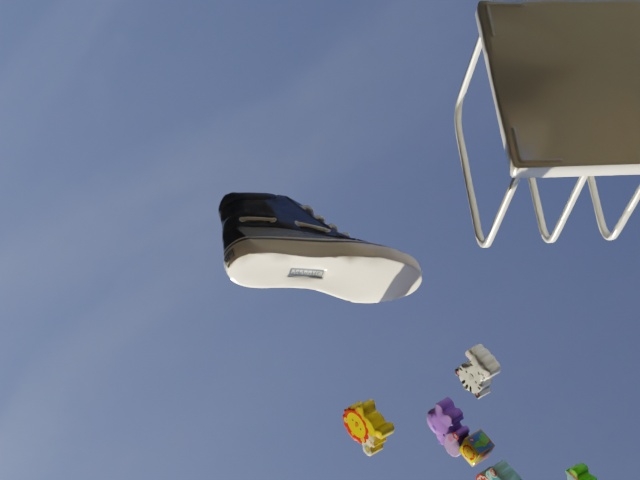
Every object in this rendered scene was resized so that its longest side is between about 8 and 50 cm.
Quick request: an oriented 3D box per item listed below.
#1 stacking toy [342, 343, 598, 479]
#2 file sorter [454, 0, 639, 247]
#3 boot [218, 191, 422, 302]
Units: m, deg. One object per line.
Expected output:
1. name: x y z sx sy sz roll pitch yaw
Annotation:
1. stacking toy: 0.150 0.213 1.515 0.221 0.167 0.052 50 -37 24
2. file sorter: 0.287 -0.107 1.523 0.173 0.277 0.193 103 -18 -58
3. boot: 0.000 0.000 1.433 0.069 0.190 0.086 120 -30 -41
